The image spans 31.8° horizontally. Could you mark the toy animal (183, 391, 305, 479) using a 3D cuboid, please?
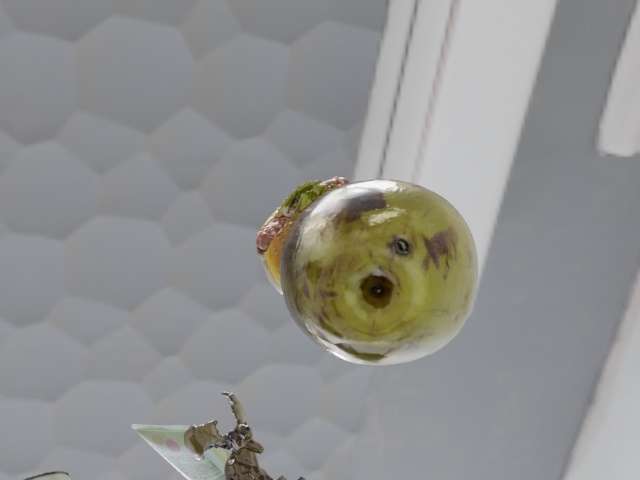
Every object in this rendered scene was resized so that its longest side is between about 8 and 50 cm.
[{"bbox_3d":[-0.120,0.343,1.667,0.186,0.094,0.214,13,-90,36],"label":"toy animal"}]

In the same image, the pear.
[{"bbox_3d":[0.077,0.044,1.526,0.283,0.284,0.283,177,-90,-69],"label":"pear"}]

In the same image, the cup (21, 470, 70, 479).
[{"bbox_3d":[-0.374,0.482,1.596,0.279,0.196,0.196,63,-29,20],"label":"cup"}]

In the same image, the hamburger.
[{"bbox_3d":[0.000,0.000,1.753,0.173,0.210,0.116,47,-27,12],"label":"hamburger"}]

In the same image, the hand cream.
[{"bbox_3d":[-0.212,0.414,2.071,0.147,0.306,0.093,-3,-126,31],"label":"hand cream"}]
